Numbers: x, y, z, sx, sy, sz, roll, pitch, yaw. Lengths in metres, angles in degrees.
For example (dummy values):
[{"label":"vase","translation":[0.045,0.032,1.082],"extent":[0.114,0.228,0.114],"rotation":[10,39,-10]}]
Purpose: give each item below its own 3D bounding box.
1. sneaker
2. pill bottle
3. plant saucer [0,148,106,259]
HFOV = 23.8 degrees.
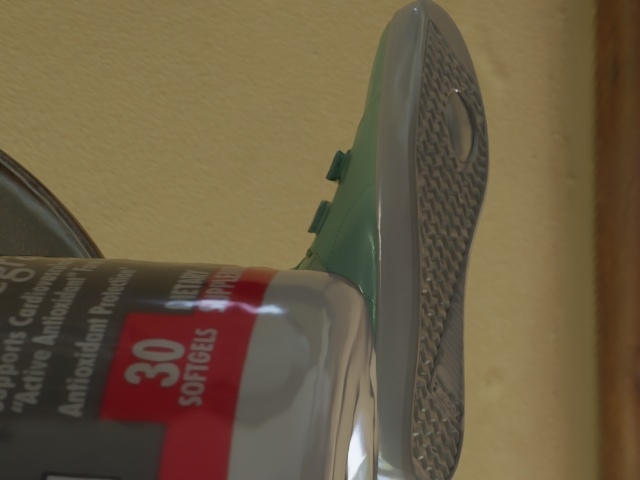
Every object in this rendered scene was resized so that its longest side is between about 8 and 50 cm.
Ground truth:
[{"label":"sneaker","translation":[0.000,0.000,0.781],"extent":[0.094,0.151,0.255],"rotation":[26,-114,-54]},{"label":"pill bottle","translation":[-0.146,0.089,0.483],"extent":[0.319,0.176,0.176],"rotation":[2,-73,7]},{"label":"plant saucer","translation":[-0.204,0.073,0.757],"extent":[0.050,0.311,0.310],"rotation":[-36,-52,-60]}]
